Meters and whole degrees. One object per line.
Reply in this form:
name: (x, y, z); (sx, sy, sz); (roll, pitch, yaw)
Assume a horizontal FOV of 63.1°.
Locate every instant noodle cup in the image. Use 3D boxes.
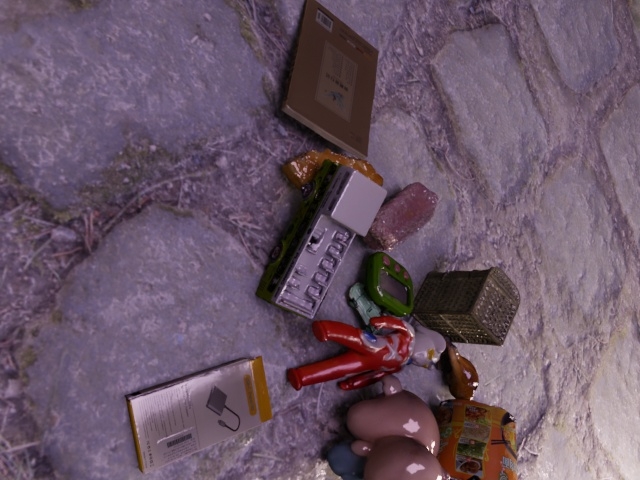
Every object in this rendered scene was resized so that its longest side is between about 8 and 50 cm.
instant noodle cup: (0.345, 0.476, 1.181); (0.230, 0.230, 0.182); (35, 57, -28)

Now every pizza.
pizza: (0.029, -0.128, 1.102); (0.246, 0.058, 0.127); (-7, 90, -34)

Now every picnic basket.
picnic basket: (0.337, 0.144, 1.214); (0.134, 0.196, 0.154); (42, 64, -22)

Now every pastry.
pastry: (0.168, -0.043, 1.164); (0.103, 0.112, 0.265); (51, 41, 9)

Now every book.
book: (0.032, -0.348, 1.113); (0.217, 0.021, 0.310); (26, 59, -31)

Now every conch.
conch: (0.332, 0.309, 1.258); (0.080, 0.086, 0.233); (-32, 106, -34)

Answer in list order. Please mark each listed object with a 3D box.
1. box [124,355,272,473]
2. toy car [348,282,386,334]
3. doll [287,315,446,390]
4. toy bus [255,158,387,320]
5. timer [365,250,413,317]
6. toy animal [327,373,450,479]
box: (-0.204, 0.294, 0.909); (0.247, 0.033, 0.129); (-10, 91, -36)
toy car: (0.099, 0.150, 1.139); (0.059, 0.035, 0.122); (-39, 99, -33)
doll: (0.120, 0.235, 1.092); (0.384, 0.099, 0.188); (3, 123, -37)
toy bus: (0.000, 0.000, 0.991); (0.113, 0.139, 0.302); (28, 88, -30)
timer: (0.152, 0.098, 1.154); (0.140, 0.047, 0.128); (35, 44, -32)
toy animal: (0.154, 0.417, 1.023); (0.229, 0.221, 0.210); (-32, 121, -25)
